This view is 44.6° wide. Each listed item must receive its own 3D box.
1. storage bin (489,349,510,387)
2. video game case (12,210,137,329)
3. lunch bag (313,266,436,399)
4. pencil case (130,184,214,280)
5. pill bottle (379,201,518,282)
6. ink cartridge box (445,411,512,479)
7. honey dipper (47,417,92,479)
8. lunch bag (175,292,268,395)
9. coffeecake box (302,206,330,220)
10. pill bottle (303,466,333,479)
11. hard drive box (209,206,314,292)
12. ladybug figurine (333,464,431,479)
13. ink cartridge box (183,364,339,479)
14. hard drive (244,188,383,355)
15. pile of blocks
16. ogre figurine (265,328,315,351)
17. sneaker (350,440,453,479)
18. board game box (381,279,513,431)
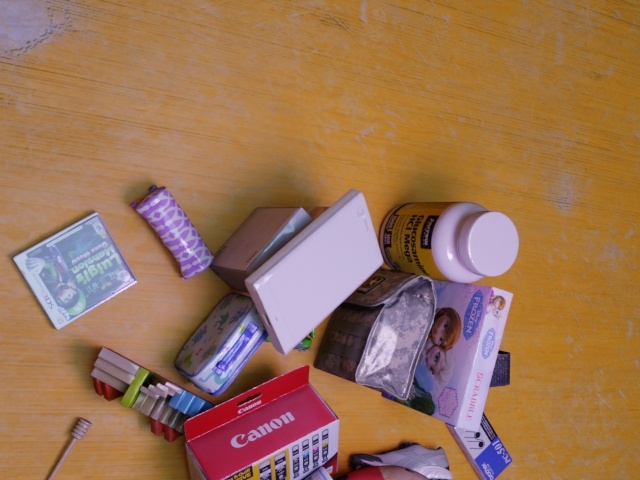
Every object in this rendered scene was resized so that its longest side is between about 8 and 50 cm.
[{"bbox_3d":[0.386,0.326,2.003,0.180,0.122,0.084,-1,92,-27],"label":"storage bin"},{"bbox_3d":[-0.497,0.061,1.592,0.190,0.022,0.173,-33,106,-23],"label":"video game case"},{"bbox_3d":[0.131,0.195,1.802,0.168,0.235,0.287,24,81,-23],"label":"lunch bag"},{"bbox_3d":[-0.312,-0.016,1.652,0.088,0.086,0.206,-30,106,12],"label":"pencil case"},{"bbox_3d":[0.298,0.002,1.826,0.187,0.334,0.188,-1,92,-27],"label":"pill bottle"},{"bbox_3d":[0.422,0.536,2.073,0.097,0.046,0.207,-39,109,-20],"label":"ink cartridge box"},{"bbox_3d":[-0.520,0.439,1.590,0.030,0.030,0.161,35,78,-24],"label":"honey dipper"},{"bbox_3d":[-0.203,0.220,1.664,0.090,0.176,0.219,44,72,-21],"label":"lunch bag"},{"bbox_3d":[0.000,0.000,1.755,0.068,0.185,0.142,28,79,-26],"label":"coffeecake box"},{"bbox_3d":[-0.027,0.561,1.687,0.137,0.078,0.078,-35,107,-9],"label":"pill bottle"},{"bbox_3d":[-0.120,0.021,1.668,0.089,0.232,0.181,47,72,-21],"label":"hard drive box"},{"bbox_3d":[0.063,0.651,1.727,0.449,0.305,0.162,-31,128,-4],"label":"ladybug figurine"},{"bbox_3d":[-0.121,0.447,1.673,0.309,0.130,0.272,-23,135,-24],"label":"ink cartridge box"},{"bbox_3d":[-0.004,0.063,1.592,0.307,0.040,0.203,-41,132,-25],"label":"hard drive"},{"bbox_3d":[-0.328,0.349,1.620,0.362,0.149,0.113,34,76,-25],"label":"pile of blocks"},{"bbox_3d":[-0.069,0.171,1.777,0.118,0.197,0.097,-6,50,-18],"label":"ogre figurine"},{"bbox_3d":[0.199,0.553,1.943,0.271,0.100,0.108,11,53,-21],"label":"sneaker"},{"bbox_3d":[0.289,0.254,1.841,0.065,0.318,0.319,18,83,-26],"label":"board game box"}]
